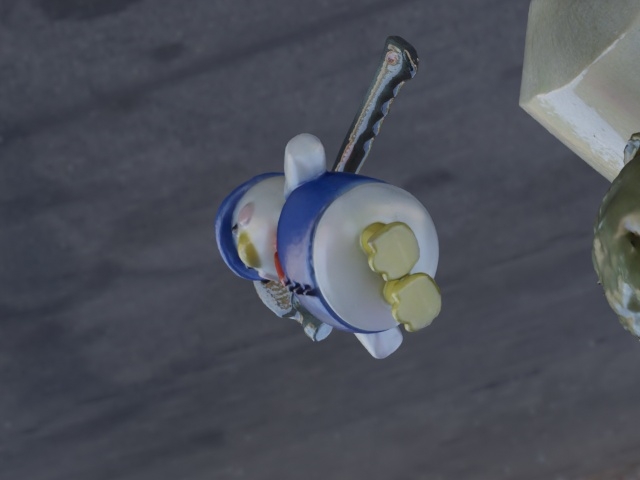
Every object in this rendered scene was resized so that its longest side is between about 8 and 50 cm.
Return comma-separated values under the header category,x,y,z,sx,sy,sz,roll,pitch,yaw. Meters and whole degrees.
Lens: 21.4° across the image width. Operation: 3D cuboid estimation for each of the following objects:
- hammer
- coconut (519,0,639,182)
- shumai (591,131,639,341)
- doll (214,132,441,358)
category,x,y,z,sx,sy,sz,roll,pitch,yaw
hammer,0.018,-0.053,1.546,0.033,0.111,0.288,-12,134,-58
coconut,0.271,-0.153,1.367,0.241,0.241,0.241,-14,160,-5
shumai,0.279,0.033,0.948,0.255,0.189,0.218,-5,-157,14
doll,0.000,0.000,0.666,0.057,0.099,0.143,-32,-155,-20
